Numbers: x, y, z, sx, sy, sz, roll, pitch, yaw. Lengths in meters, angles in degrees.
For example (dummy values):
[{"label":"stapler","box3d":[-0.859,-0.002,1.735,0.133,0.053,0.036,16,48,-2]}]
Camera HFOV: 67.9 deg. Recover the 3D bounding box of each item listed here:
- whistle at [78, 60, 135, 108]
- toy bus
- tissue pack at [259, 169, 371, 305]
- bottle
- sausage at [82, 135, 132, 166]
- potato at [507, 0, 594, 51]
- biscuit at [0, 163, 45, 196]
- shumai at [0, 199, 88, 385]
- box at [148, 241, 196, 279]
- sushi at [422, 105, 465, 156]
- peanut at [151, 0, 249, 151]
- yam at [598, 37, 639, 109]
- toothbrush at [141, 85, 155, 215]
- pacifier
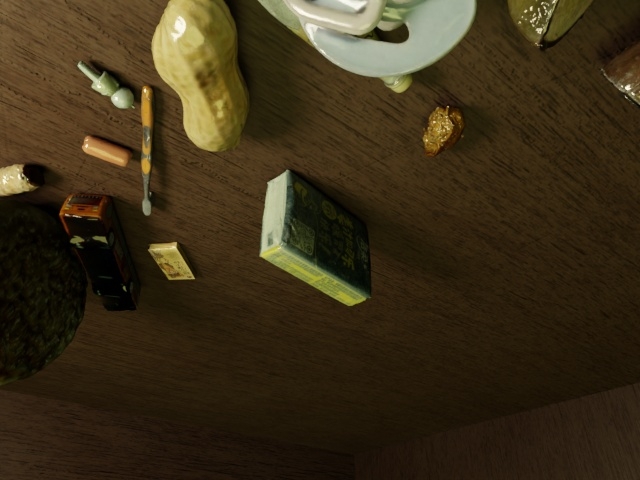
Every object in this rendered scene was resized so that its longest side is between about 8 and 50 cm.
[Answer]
[{"label":"whistle","box3d":[-0.336,-0.244,0.752,0.035,0.035,0.100,-23,136,29]},{"label":"toy bus","box3d":[-0.498,0.044,1.105,0.093,0.092,0.408,3,144,-8]},{"label":"tissue pack","box3d":[0.000,0.000,0.958,0.081,0.185,0.257,-26,136,34]},{"label":"bottle","box3d":[0.031,-0.285,0.649,0.270,0.083,0.083,26,137,-35]},{"label":"sausage","box3d":[-0.388,-0.163,0.866,0.083,0.034,0.034,21,140,-24]},{"label":"potato","box3d":[0.298,-0.370,0.548,0.120,0.100,0.261,-23,142,-37]},{"label":"biscuit","box3d":[-0.642,-0.109,0.923,0.219,0.055,0.061,-10,167,13]},{"label":"shumai","box3d":[-0.723,0.096,0.951,0.349,0.394,0.395,0,144,4]},{"label":"box","box3d":[-0.365,0.055,1.179,0.073,0.020,0.149,-4,144,5]},{"label":"sushi","box3d":[0.205,-0.185,0.804,0.060,0.061,0.117,-19,141,-18]},{"label":"peanut","box3d":[-0.174,-0.234,0.699,0.125,0.111,0.274,4,144,3]},{"label":"yam","box3d":[0.535,-0.280,0.620,0.131,0.131,0.280,22,138,-27]},{"label":"toothbrush","box3d":[-0.321,-0.152,0.882,0.023,0.031,0.321,9,144,-13]},{"label":"pacifier","box3d":[0.075,-0.320,0.540,0.228,0.278,0.207,15,-172,12]}]
